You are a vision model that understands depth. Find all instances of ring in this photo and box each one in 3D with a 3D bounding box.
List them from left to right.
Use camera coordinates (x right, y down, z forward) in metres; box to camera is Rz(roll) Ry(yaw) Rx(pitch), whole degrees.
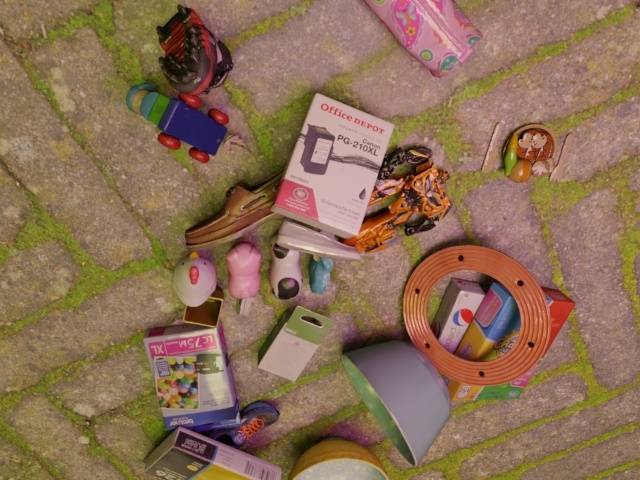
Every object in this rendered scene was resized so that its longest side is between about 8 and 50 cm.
[{"bbox_3d":[0.354,0.174,1.168,0.337,0.032,0.336,6,102,32],"label":"ring"}]

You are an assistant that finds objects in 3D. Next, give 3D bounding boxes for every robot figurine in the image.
[{"bbox_3d":[0.153,-0.077,1.108,0.291,0.085,0.211,-25,114,8],"label":"robot figurine"}]

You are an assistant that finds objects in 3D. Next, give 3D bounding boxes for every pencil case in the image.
[{"bbox_3d":[0.168,-0.436,0.920,0.124,0.124,0.284,-43,112,15],"label":"pencil case"}]

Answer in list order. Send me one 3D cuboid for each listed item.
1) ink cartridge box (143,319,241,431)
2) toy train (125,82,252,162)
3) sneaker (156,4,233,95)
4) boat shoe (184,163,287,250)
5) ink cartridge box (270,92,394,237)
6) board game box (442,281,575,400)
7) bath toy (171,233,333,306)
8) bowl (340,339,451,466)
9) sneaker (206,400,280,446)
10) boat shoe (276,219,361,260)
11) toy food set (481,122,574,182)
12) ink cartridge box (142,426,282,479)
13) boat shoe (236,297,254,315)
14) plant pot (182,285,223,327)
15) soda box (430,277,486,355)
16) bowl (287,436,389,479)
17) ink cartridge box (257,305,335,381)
[{"bbox_3d":[-0.317,0.362,1.269,0.186,0.065,0.311,-8,108,0],"label":"ink cartridge box"},{"bbox_3d":[-0.254,-0.225,0.995,0.143,0.248,0.105,30,95,24],"label":"toy train"},{"bbox_3d":[-0.209,-0.312,0.878,0.098,0.276,0.135,-38,130,12],"label":"sneaker"},{"bbox_3d":[-0.160,-0.079,1.080,0.307,0.110,0.104,-24,112,-4],"label":"boat shoe"},{"bbox_3d":[0.023,-0.145,0.997,0.172,0.100,0.237,20,83,-9],"label":"ink cartridge box"},{"bbox_3d":[0.468,0.263,1.268,0.242,0.064,0.316,8,115,-28],"label":"board game box"},{"bbox_3d":[-0.149,0.060,1.106,0.349,0.129,0.151,-5,73,-14],"label":"bath toy"},{"bbox_3d":[0.202,0.370,1.236,0.163,0.311,0.311,-31,116,-11],"label":"bowl"},{"bbox_3d":[-0.209,0.514,1.362,0.221,0.087,0.083,-27,115,9],"label":"sneaker"},{"bbox_3d":[0.000,0.000,1.061,0.184,0.066,0.063,13,78,-5],"label":"boat shoe"},{"bbox_3d":[0.465,-0.189,1.106,0.192,0.038,0.132,5,115,-7],"label":"toy food set"},{"bbox_3d":[-0.311,0.637,1.368,0.304,0.072,0.307,28,129,-17],"label":"ink cartridge box"},{"bbox_3d":[-0.177,0.138,1.218,0.035,0.035,0.100,0,115,-35],"label":"boat shoe"},{"bbox_3d":[-0.270,0.143,1.181,0.082,0.083,0.081,13,114,-9],"label":"plant pot"},{"bbox_3d":[0.337,0.205,1.269,0.074,0.069,0.216,11,115,-10],"label":"soda box"},{"bbox_3d":[0.042,0.654,1.411,0.290,0.156,0.289,-2,116,-4],"label":"bowl"},{"bbox_3d":[-0.063,0.245,1.258,0.109,0.062,0.209,26,111,-16],"label":"ink cartridge box"}]
